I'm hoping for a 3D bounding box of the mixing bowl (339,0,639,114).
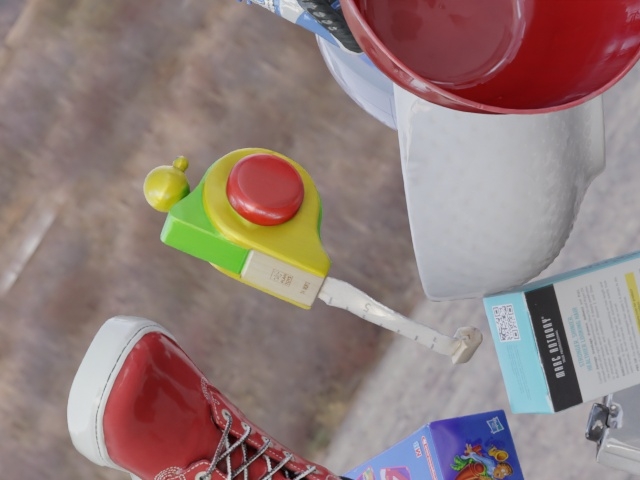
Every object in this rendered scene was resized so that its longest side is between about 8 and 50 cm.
[{"bbox_3d":[0.080,-0.140,0.907,0.181,0.181,0.098,-59,7,-18],"label":"mixing bowl"}]

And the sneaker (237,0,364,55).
[{"bbox_3d":[-0.036,-0.237,1.505,0.080,0.211,0.081,-49,1,-39],"label":"sneaker"}]

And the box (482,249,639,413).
[{"bbox_3d":[0.257,0.062,1.402,0.244,0.100,0.060,-15,1,-28],"label":"box"}]

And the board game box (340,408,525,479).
[{"bbox_3d":[0.122,0.347,1.490,0.233,0.078,0.347,-42,59,60],"label":"board game box"}]

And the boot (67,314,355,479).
[{"bbox_3d":[-0.042,0.132,1.017,0.088,0.176,0.244,-62,-22,-17],"label":"boot"}]

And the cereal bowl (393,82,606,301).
[{"bbox_3d":[0.138,-0.124,1.279,0.339,0.141,0.339,-3,-90,-81],"label":"cereal bowl"}]

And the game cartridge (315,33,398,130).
[{"bbox_3d":[0.113,-0.204,1.780,0.198,0.062,0.297,-22,38,-15],"label":"game cartridge"}]

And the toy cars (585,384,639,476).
[{"bbox_3d":[0.346,0.230,1.518,0.394,0.176,0.087,47,133,47],"label":"toy cars"}]

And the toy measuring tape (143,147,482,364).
[{"bbox_3d":[0.000,0.000,1.537,0.121,0.330,0.121,-157,90,-88],"label":"toy measuring tape"}]
